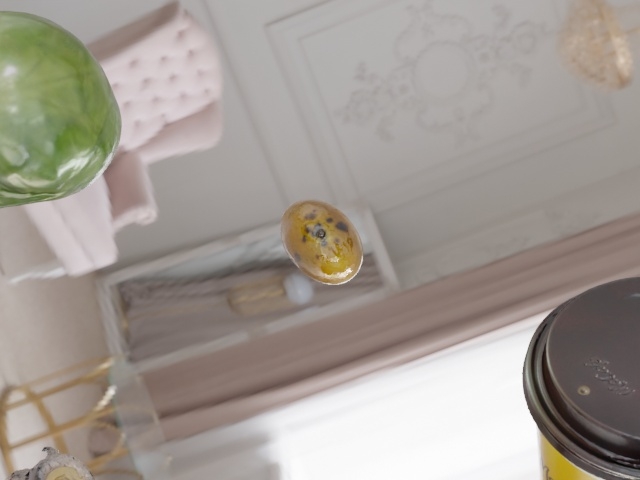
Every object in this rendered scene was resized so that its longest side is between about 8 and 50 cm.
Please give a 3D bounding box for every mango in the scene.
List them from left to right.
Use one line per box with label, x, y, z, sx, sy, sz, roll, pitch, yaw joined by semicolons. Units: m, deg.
mango;-0.002;-0.002;1.453;0.115;0.090;0.178;52;0;-15

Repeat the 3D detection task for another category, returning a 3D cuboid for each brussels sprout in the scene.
brussels sprout;-0.340;-0.138;1.223;0.244;0.244;0.244;-21;90;-87

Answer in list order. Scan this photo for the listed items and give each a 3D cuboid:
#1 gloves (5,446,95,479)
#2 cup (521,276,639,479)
gloves;-0.265;0.262;1.110;0.144;0.094;0.110;164;-69;-66
cup;0.266;0.176;0.970;0.279;0.197;0.196;85;-10;-47
